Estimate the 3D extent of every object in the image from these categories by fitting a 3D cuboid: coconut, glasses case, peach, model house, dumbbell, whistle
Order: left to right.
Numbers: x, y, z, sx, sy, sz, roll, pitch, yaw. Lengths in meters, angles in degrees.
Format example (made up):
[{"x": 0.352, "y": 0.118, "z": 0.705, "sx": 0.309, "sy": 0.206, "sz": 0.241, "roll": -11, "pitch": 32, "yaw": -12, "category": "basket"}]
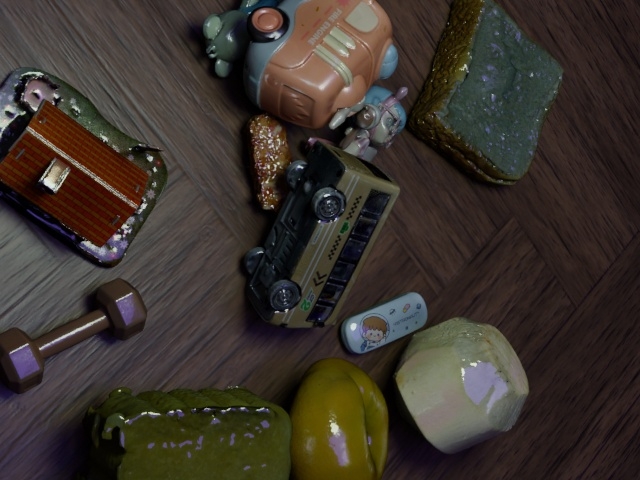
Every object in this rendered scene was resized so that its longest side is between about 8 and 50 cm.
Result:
[{"x": -0.365, "y": 0.137, "z": 1.512, "sx": 0.231, "sy": 0.092, "sz": 0.082, "roll": -27, "pitch": 72, "yaw": -30, "category": "dumbbell"}, {"x": -0.347, "y": -0.117, "z": 1.504, "sx": 0.294, "sy": 0.154, "sz": 0.207, "roll": 38, "pitch": 70, "yaw": -22, "category": "model house"}, {"x": -0.113, "y": -0.370, "z": 1.714, "sx": 0.235, "sy": 0.077, "sz": 0.114, "roll": -46, "pitch": 137, "yaw": -31, "category": "whistle"}, {"x": 0.024, "y": 0.312, "z": 1.650, "sx": 0.251, "sy": 0.153, "sz": 0.251, "roll": -11, "pitch": 90, "yaw": -74, "category": "peach"}, {"x": 0.113, "y": 0.144, "z": 1.818, "sx": 0.178, "sy": 0.045, "sz": 0.067, "roll": -20, "pitch": 96, "yaw": -30, "category": "glasses case"}, {"x": 0.228, "y": 0.253, "z": 1.783, "sx": 0.241, "sy": 0.241, "sz": 0.241, "roll": 3, "pitch": 84, "yaw": -31, "category": "coconut"}]

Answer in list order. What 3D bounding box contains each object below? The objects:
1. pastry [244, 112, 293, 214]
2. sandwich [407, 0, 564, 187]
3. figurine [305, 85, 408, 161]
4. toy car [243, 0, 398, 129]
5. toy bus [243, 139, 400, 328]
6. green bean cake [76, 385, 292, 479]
[{"x": -0.086, "y": -0.126, "z": 1.716, "sx": 0.087, "sy": 0.063, "sz": 0.169, "roll": -8, "pitch": 94, "yaw": -32, "category": "pastry"}, {"x": 0.320, "y": -0.270, "z": 1.947, "sx": 0.271, "sy": 0.099, "sz": 0.301, "roll": 32, "pitch": 70, "yaw": -25, "category": "sandwich"}, {"x": 0.051, "y": -0.181, "z": 1.748, "sx": 0.103, "sy": 0.205, "sz": 0.260, "roll": 36, "pitch": 61, "yaw": 19, "category": "figurine"}, {"x": 0.008, "y": -0.303, "z": 1.670, "sx": 0.212, "sy": 0.180, "sz": 0.270, "roll": 33, "pitch": 65, "yaw": 11, "category": "toy car"}, {"x": 0.000, "y": 0.000, "z": 1.652, "sx": 0.157, "sy": 0.139, "sz": 0.289, "roll": 17, "pitch": 107, "yaw": -31, "category": "toy bus"}, {"x": -0.213, "y": 0.358, "z": 1.532, "sx": 0.310, "sy": 0.202, "sz": 0.285, "roll": 7, "pitch": 94, "yaw": -29, "category": "green bean cake"}]
